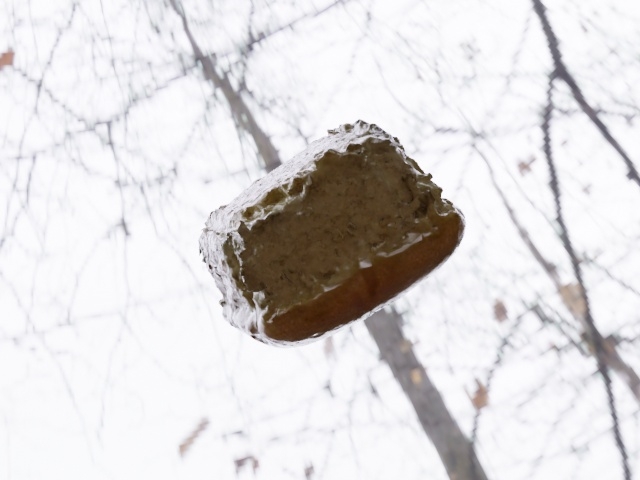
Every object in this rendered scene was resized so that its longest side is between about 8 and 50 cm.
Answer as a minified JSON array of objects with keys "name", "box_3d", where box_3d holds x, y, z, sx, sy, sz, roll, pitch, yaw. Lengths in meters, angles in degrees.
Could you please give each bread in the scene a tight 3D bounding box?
[{"name":"bread","box_3d":[0.000,0.000,1.240,0.174,0.245,0.121,-38,-80,-10]}]
